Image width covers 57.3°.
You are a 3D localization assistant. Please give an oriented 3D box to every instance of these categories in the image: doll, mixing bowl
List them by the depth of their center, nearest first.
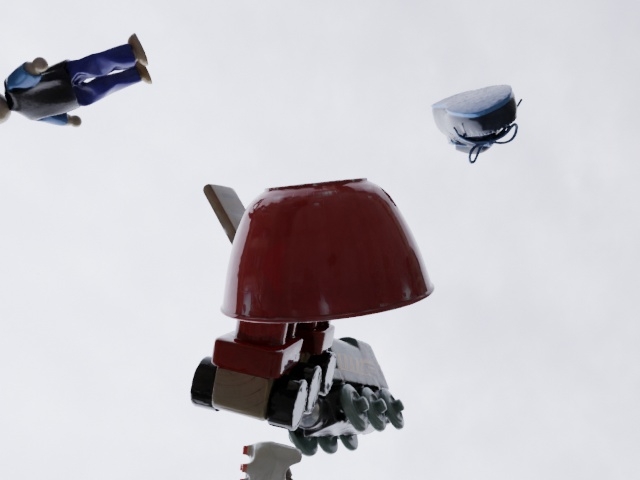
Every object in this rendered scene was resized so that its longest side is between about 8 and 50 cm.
[{"bbox_3d":[0.000,0.000,0.492,0.182,0.181,0.098,-10,-84,-26],"label":"mixing bowl"},{"bbox_3d":[-0.287,-0.169,0.657,0.189,0.129,0.046,-24,-105,-17],"label":"doll"}]

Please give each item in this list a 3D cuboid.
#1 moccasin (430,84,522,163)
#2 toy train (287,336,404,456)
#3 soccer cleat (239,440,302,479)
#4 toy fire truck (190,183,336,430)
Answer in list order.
[{"bbox_3d":[0.304,-0.223,1.112,0.138,0.342,0.116,-20,-77,8],"label":"moccasin"},{"bbox_3d":[0.028,0.254,1.004,0.334,0.142,0.190,32,-149,-60],"label":"toy train"},{"bbox_3d":[-0.071,0.335,0.753,0.076,0.068,0.196,7,-59,-8],"label":"soccer cleat"},{"bbox_3d":[-0.064,0.068,0.703,0.159,0.217,0.246,10,-87,14],"label":"toy fire truck"}]
